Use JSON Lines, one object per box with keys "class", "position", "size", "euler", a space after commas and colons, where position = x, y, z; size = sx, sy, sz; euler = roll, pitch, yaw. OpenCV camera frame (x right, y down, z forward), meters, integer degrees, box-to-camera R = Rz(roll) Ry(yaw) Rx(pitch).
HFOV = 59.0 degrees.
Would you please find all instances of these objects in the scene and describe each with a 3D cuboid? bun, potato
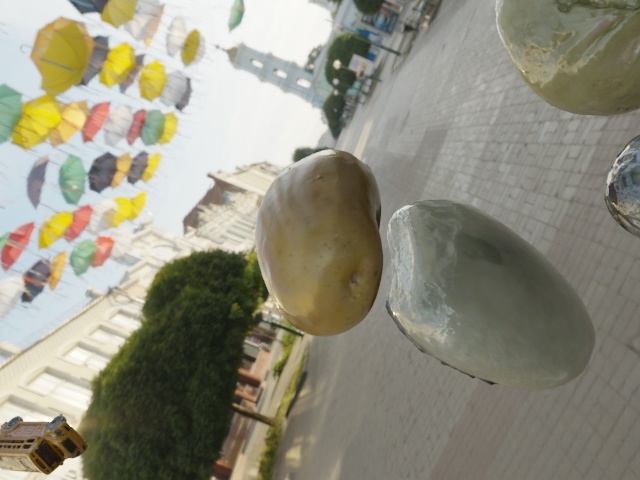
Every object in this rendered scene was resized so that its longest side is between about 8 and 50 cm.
{"class": "bun", "position": [0.474, -0.370, 0.922], "size": [0.234, 0.361, 0.326], "euler": [-154, 81, -86]}
{"class": "potato", "position": [0.000, 0.000, 0.583], "size": [0.234, 0.146, 0.150], "euler": [-84, -30, -58]}

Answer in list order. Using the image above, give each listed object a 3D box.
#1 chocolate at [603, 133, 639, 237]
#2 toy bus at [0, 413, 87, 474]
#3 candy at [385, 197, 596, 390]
{"class": "chocolate", "position": [0.241, -0.030, 0.301], "size": [0.072, 0.166, 0.072], "euler": [-2, -90, -81]}
{"class": "toy bus", "position": [-0.460, 0.333, 0.915], "size": [0.070, 0.162, 0.074], "euler": [65, -149, -27]}
{"class": "candy", "position": [0.316, 0.087, 1.026], "size": [0.186, 0.426, 0.386], "euler": [-53, 11, 37]}
